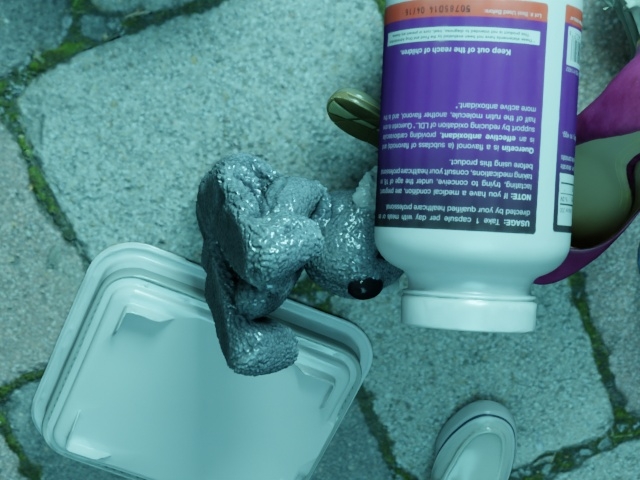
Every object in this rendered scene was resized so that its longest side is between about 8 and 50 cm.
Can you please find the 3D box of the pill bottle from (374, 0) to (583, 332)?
[{"bbox_3d":[0.142,-0.081,1.233,0.181,0.181,0.323,3,90,-3],"label":"pill bottle"}]

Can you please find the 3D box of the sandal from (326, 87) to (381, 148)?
[{"bbox_3d":[0.083,-0.109,1.348,0.180,0.049,0.072,32,146,-28],"label":"sandal"}]

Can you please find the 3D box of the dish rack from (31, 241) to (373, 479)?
[{"bbox_3d":[-0.132,0.175,1.483,0.333,0.072,0.285,21,114,-13],"label":"dish rack"}]

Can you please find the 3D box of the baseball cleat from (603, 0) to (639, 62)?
[{"bbox_3d":[0.339,-0.207,1.297,0.109,0.072,0.206,-36,129,-7],"label":"baseball cleat"}]

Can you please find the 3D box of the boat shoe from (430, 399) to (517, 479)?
[{"bbox_3d":[0.157,0.310,1.549,0.096,0.088,0.267,19,115,-11],"label":"boat shoe"}]

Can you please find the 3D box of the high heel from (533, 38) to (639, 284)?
[{"bbox_3d":[0.259,-0.047,1.274,0.127,0.181,0.377,22,135,2],"label":"high heel"}]

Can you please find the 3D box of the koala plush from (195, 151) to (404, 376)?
[{"bbox_3d":[0.000,0.000,1.353,0.221,0.203,0.196,-6,135,-19],"label":"koala plush"}]

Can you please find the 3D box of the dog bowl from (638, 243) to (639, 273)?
[{"bbox_3d":[0.488,0.009,1.412,0.297,0.074,0.166,-16,117,7],"label":"dog bowl"}]
